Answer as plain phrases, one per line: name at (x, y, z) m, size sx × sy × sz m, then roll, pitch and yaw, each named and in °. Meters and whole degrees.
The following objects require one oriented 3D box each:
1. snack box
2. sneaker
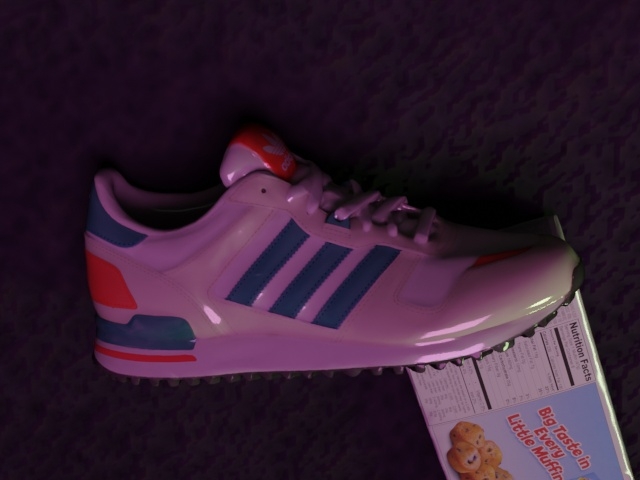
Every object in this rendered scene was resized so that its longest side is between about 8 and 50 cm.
snack box at (0.075, 0.075, 0.700) m, size 0.064 × 0.022 × 0.178 m, roll -16°, pitch 121°, yaw 6°
sneaker at (0.000, 0.000, 0.621) m, size 0.161 × 0.057 × 0.075 m, roll -6°, pitch 104°, yaw 13°
